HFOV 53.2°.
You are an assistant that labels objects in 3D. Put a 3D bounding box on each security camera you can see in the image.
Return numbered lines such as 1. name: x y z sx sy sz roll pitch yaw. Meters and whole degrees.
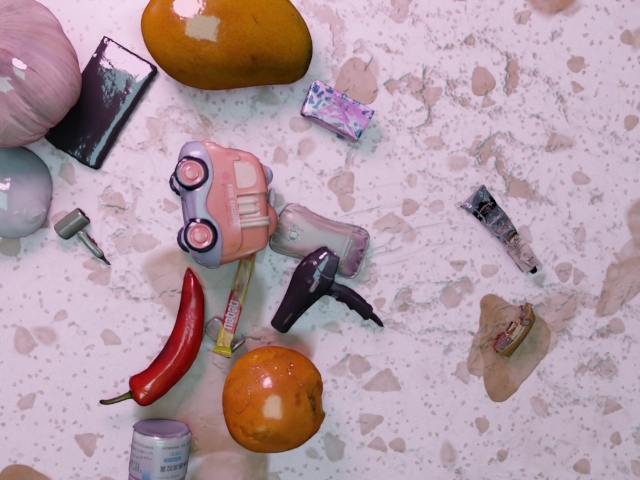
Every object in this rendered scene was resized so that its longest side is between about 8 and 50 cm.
1. security camera: -0.227 0.221 1.503 0.058 0.058 0.092 -42 83 -3

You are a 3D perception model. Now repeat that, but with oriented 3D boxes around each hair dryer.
1. hair dryer: 0.038 0.162 1.504 0.272 0.091 0.235 30 105 -13
2. hair dryer: -0.537 0.002 1.473 0.071 0.047 0.150 -39 105 -1

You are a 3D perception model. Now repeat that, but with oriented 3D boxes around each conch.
1. conch: -0.692 -0.116 1.423 0.185 0.121 0.221 -22 89 -34

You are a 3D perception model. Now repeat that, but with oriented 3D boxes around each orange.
1. orange: -0.102 0.352 1.420 0.240 0.240 0.239 0 92 -5

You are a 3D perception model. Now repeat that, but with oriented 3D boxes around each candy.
1. candy: 0.035 -0.300 1.496 0.160 0.073 0.092 26 91 -6

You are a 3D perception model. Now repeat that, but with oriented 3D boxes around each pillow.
1. pillow: 0.000 0.000 1.516 0.233 0.038 0.130 21 95 -4

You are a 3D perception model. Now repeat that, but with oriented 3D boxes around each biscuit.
1. biscuit: -0.193 0.127 1.488 0.048 0.026 0.291 16 77 -9

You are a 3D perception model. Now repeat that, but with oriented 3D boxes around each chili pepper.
1. chili pepper: -0.353 0.252 1.479 0.137 0.092 0.368 31 81 13

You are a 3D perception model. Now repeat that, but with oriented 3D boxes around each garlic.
1. garlic: -0.643 -0.339 1.343 0.318 0.259 0.317 -5 59 8

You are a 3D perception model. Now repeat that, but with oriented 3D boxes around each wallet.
1. wallet: -0.505 -0.315 1.467 0.146 0.030 0.285 31 88 -7

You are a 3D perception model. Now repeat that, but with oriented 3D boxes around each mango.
1. mango: -0.198 -0.456 1.403 0.378 0.221 0.263 8 86 -16

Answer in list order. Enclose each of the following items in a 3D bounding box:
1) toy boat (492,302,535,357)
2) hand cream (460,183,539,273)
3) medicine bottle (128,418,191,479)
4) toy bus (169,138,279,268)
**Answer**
1. toy boat: 0.478 0.218 1.563 0.049 0.047 0.149 35 89 -5
2. hand cream: 0.447 -0.017 1.561 0.075 0.052 0.248 -40 89 -26
3. medicine bottle: -0.368 0.506 1.451 0.135 0.135 0.168 8 91 -6
4. toy bus: -0.211 -0.084 1.424 0.232 0.194 0.287 -6 90 -14
